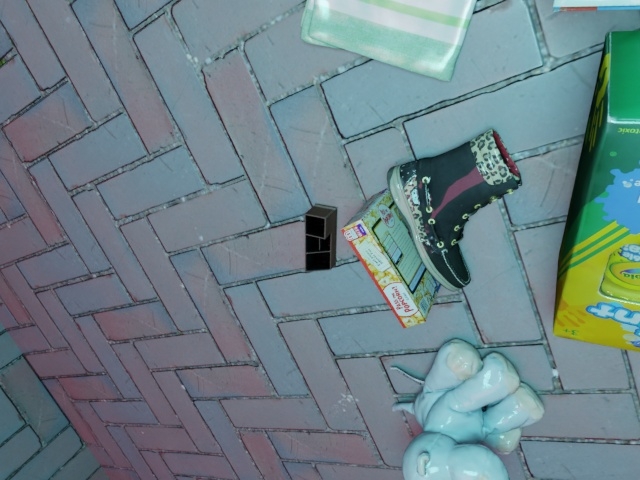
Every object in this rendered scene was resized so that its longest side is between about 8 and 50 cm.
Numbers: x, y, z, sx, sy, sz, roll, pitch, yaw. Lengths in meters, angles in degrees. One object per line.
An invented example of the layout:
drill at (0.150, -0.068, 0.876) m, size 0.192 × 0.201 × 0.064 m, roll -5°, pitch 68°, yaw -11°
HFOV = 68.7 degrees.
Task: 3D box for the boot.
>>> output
boot at (0.229, -0.040, 0.729) m, size 0.179 × 0.085 × 0.236 m, roll -23°, pitch 103°, yaw 33°

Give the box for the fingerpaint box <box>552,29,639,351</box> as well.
fingerpaint box at (0.503, -0.009, 0.472) m, size 0.445 × 0.163 × 0.371 m, roll 9°, pitch 143°, yaw 23°

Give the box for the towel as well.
towel at (0.105, -0.407, 0.623) m, size 0.248 × 0.038 × 0.324 m, roll 22°, pitch 124°, yaw 15°

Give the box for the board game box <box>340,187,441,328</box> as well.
board game box at (0.127, 0.023, 0.778) m, size 0.045 × 0.147 × 0.193 m, roll -26°, pitch 101°, yaw 36°

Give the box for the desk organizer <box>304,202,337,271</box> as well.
desk organizer at (0.000, 0.000, 0.892) m, size 0.047 × 0.050 × 0.130 m, roll 13°, pitch 121°, yaw 22°

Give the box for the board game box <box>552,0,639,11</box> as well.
board game box at (0.367, -0.343, 0.348) m, size 0.302 × 0.086 × 0.308 m, roll 11°, pitch 121°, yaw 22°

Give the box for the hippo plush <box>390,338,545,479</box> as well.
hippo plush at (0.233, 0.332, 0.834) m, size 0.295 × 0.236 × 0.234 m, roll 7°, pitch 119°, yaw 25°
